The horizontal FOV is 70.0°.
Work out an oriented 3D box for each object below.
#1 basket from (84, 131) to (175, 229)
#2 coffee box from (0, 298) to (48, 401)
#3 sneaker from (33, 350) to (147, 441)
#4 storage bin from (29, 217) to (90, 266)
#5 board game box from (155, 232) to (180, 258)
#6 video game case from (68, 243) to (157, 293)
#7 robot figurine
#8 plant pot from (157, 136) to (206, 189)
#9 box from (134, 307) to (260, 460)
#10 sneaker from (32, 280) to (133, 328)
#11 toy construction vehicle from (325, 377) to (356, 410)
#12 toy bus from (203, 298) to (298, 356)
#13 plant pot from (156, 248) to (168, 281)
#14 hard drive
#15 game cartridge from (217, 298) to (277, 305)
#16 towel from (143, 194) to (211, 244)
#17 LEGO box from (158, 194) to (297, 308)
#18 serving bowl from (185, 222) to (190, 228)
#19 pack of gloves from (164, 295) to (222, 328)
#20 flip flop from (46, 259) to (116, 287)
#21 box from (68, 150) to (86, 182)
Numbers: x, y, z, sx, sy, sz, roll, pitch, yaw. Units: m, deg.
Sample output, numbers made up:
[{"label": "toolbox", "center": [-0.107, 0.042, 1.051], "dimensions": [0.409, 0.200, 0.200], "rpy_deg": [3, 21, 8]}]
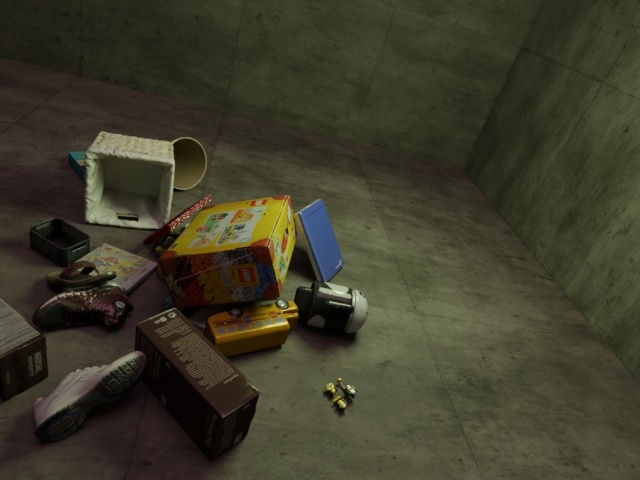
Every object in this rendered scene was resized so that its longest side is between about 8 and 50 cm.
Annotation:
[{"label": "basket", "center": [-0.793, -0.257, 1.916], "dimensions": [0.328, 0.331, 0.266], "rpy_deg": [5, 31, -21]}, {"label": "coffee box", "center": [-0.871, 0.258, 1.207], "dimensions": [0.297, 0.168, 0.119], "rpy_deg": [30, 33, 17]}, {"label": "sneaker", "center": [-0.596, 0.371, 1.179], "dimensions": [0.297, 0.111, 0.129], "rpy_deg": [-31, 45, -30]}, {"label": "storage bin", "center": [-0.942, 0.005, 1.654], "dimensions": [0.180, 0.084, 0.122], "rpy_deg": [28, 32, 14]}, {"label": "board game box", "center": [-0.560, 0.036, 1.845], "dimensions": [0.170, 0.048, 0.141], "rpy_deg": [15, 33, -5]}, {"label": "video game case", "center": [-0.743, 0.096, 1.653], "dimensions": [0.227, 0.026, 0.206], "rpy_deg": [20, 25, 3]}, {"label": "robot figurine", "center": [0.040, 0.244, 1.710], "dimensions": [0.278, 0.174, 0.209], "rpy_deg": [14, 31, -7]}, {"label": "plant pot", "center": [-0.760, -0.405, 2.292], "dimensions": [0.274, 0.257, 0.256], "rpy_deg": [18, 26, 34]}, {"label": "box", "center": [-0.354, 0.385, 1.261], "dimensions": [0.381, 0.191, 0.143], "rpy_deg": [34, 34, 26]}, {"label": "sneaker", "center": [-0.709, 0.226, 1.409], "dimensions": [0.162, 0.106, 0.281], "rpy_deg": [37, 35, 23]}, {"label": "toy construction vehicle", "center": [0.066, 0.495, 1.469], "dimensions": [0.086, 0.035, 0.098], "rpy_deg": [-24, 47, -35]}, {"label": "toy bus", "center": [-0.223, 0.297, 1.548], "dimensions": [0.332, 0.108, 0.130], "rpy_deg": [-5, 38, -34]}, {"label": "plant pot", "center": [-0.543, 0.081, 1.696], "dimensions": [0.134, 0.095, 0.134], "rpy_deg": [6, 52, -8]}, {"label": "hard drive", "center": [0.000, 0.000, 1.983], "dimensions": [0.040, 0.319, 0.210], "rpy_deg": [-11, 16, 32]}, {"label": "game cartridge", "center": [-0.253, 0.126, 1.741], "dimensions": [0.230, 0.068, 0.355], "rpy_deg": [-3, 24, 4]}, {"label": "towel", "center": [-0.578, -0.082, 1.854], "dimensions": [0.031, 0.199, 0.275], "rpy_deg": [56, 39, -16]}, {"label": "LEGO box", "center": [-0.307, 0.021, 1.686], "dimensions": [0.372, 0.193, 0.500], "rpy_deg": [-7, 24, 8]}, {"label": "serving bowl", "center": [-0.549, -0.043, 1.997], "dimensions": [0.083, 0.027, 0.083], "rpy_deg": [14, 30, -8]}, {"label": "pack of gloves", "center": [-0.432, 0.202, 1.652], "dimensions": [0.195, 0.046, 0.232], "rpy_deg": [21, 31, 7]}, {"label": "flip flop", "center": [-0.785, 0.104, 1.484], "dimensions": [0.277, 0.080, 0.112], "rpy_deg": [1, 6, 29]}, {"label": "box", "center": [-1.090, -0.340, 2.149], "dimensions": [0.100, 0.060, 0.244], "rpy_deg": [-16, 45, -44]}]
